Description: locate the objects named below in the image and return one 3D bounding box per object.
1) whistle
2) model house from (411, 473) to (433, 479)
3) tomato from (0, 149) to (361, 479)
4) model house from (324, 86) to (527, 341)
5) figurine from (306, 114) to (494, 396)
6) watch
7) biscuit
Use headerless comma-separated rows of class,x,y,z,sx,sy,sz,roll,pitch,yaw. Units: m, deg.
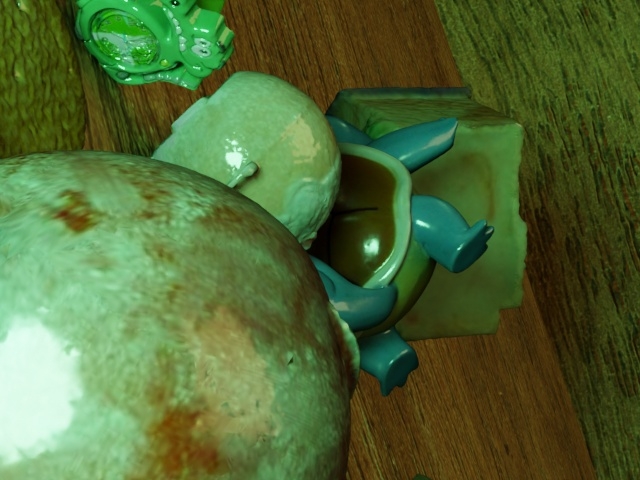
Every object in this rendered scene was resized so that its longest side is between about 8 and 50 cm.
whistle,-0.066,-0.076,1.538,0.348,0.189,0.189,-97,163,-79
model house,0.053,0.312,1.530,0.248,0.181,0.176,43,-27,2
tomato,-0.129,0.106,0.817,0.282,0.316,0.317,18,46,-33
model house,0.118,-0.049,2.071,0.280,0.245,0.312,-138,-135,-62
figurine,0.037,0.015,1.678,0.416,0.243,0.298,-84,-167,-63
watch,-0.147,-0.233,1.473,0.131,0.165,0.152,69,29,-45
biscuit,-0.271,-0.177,1.214,0.305,0.038,0.305,-20,90,-76
